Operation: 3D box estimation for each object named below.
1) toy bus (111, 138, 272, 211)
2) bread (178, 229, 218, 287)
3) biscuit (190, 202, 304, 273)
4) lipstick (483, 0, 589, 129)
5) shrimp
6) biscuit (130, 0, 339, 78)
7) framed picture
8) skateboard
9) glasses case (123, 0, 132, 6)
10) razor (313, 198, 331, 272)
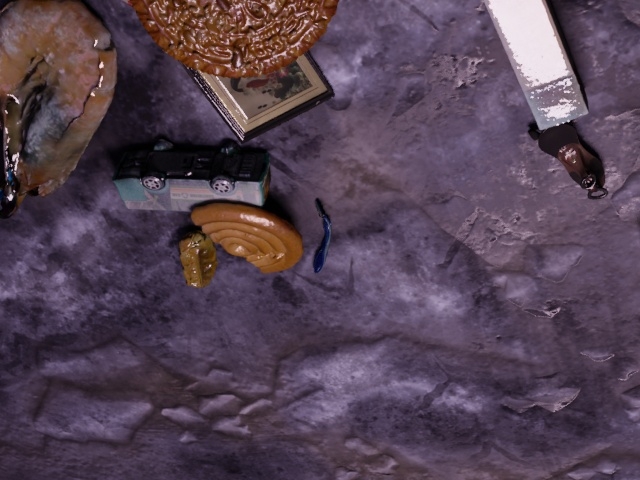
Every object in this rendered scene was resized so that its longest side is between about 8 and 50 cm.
[{"bbox_3d":[-0.212,-0.102,1.366,0.262,0.091,0.109,4,138,10],"label":"toy bus"},{"bbox_3d":[-0.223,0.030,1.486,0.066,0.060,0.110,-5,124,-1],"label":"bread"},{"bbox_3d":[-0.106,-0.002,1.395,0.144,0.033,0.224,-10,147,30],"label":"biscuit"},{"bbox_3d":[0.265,-0.326,1.094,0.076,0.080,0.371,-18,121,25],"label":"lipstick"},{"bbox_3d":[-0.473,-0.206,1.333,0.221,0.110,0.445,31,124,-5],"label":"shrimp"},{"bbox_3d":[-0.117,-0.367,1.117,0.305,0.038,0.305,-2,117,-3],"label":"biscuit"},{"bbox_3d":[-0.105,-0.264,1.263,0.195,0.010,0.199,-23,119,26],"label":"framed picture"},{"bbox_3d":[0.384,-0.122,1.225,0.067,0.080,0.151,-37,115,26],"label":"skateboard"},{"bbox_3d":[-0.255,-0.364,1.176,0.194,0.073,0.049,31,136,-16],"label":"glasses case"},{"bbox_3d":[0.004,-0.001,1.432,0.028,0.044,0.154,-9,132,-14],"label":"razor"}]
